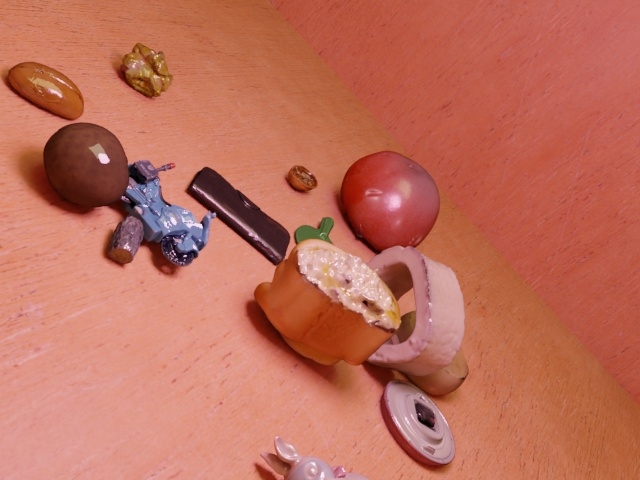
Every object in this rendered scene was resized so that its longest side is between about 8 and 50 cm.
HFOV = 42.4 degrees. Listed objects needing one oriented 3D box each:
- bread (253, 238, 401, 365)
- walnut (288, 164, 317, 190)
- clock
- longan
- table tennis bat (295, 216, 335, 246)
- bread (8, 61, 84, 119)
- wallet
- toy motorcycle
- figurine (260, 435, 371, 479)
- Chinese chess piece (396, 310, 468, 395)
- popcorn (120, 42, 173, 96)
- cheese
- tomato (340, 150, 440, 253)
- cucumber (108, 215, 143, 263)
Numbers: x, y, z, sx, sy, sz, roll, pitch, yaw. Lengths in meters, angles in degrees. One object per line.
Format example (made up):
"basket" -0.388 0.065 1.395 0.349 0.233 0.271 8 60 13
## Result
"bread" 0.018 0.143 1.900 0.315 0.270 0.211 33 40 -10
"walnut" -0.062 -0.185 2.569 0.121 0.052 0.091 3 48 -55
"clock" 0.245 0.448 2.039 0.244 0.056 0.244 37 24 -19
"longan" -0.472 -0.156 1.707 0.185 0.159 0.204 57 26 5
"table tennis bat" 0.000 0.000 2.396 0.160 0.039 0.257 40 29 -10
"bread" -0.620 -0.349 1.892 0.189 0.077 0.114 26 25 -32
"wallet" -0.206 -0.072 2.161 0.309 0.042 0.165 40 25 -12
"toy motorcycle" -0.343 -0.064 1.828 0.272 0.123 0.182 49 34 8
"figurine" -0.004 0.470 1.521 0.235 0.127 0.155 31 36 -18
"Chinese chess piece" 0.298 0.313 2.296 0.251 0.097 0.251 37 24 -20
"popcorn" -0.476 -0.467 2.275 0.145 0.126 0.126 33 -4 11
"cheese" 0.217 0.193 2.133 0.153 0.292 0.332 27 41 -36
"tomato" 0.227 -0.132 2.682 0.341 0.273 0.341 37 24 -20
"cucumber" -0.398 0.001 1.697 0.064 0.064 0.112 36 25 -21
